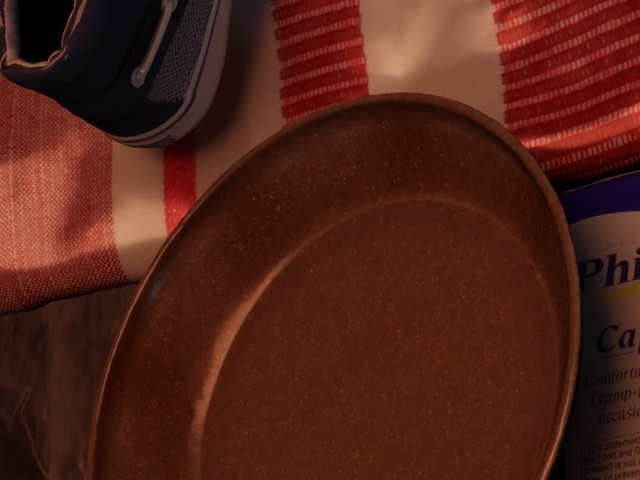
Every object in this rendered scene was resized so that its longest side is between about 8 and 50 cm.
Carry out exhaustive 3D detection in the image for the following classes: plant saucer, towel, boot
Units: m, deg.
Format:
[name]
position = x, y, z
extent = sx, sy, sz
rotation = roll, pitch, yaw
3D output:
[plant saucer]
position = 0.007, 0.050, 0.575
extent = 0.199, 0.036, 0.198
rotation = -22, 54, 34
[towel]
position = 0.010, -0.118, 0.662
extent = 0.329, 0.037, 0.237
rotation = -13, 71, 22
[boot]
position = -0.063, -0.132, 0.631
extent = 0.069, 0.086, 0.190
rotation = -1, 78, 24

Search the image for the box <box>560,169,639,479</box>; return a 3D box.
[box]
position = 0.138, 0.059, 0.580
extent = 0.072, 0.126, 0.137
rotation = -16, 59, 32
